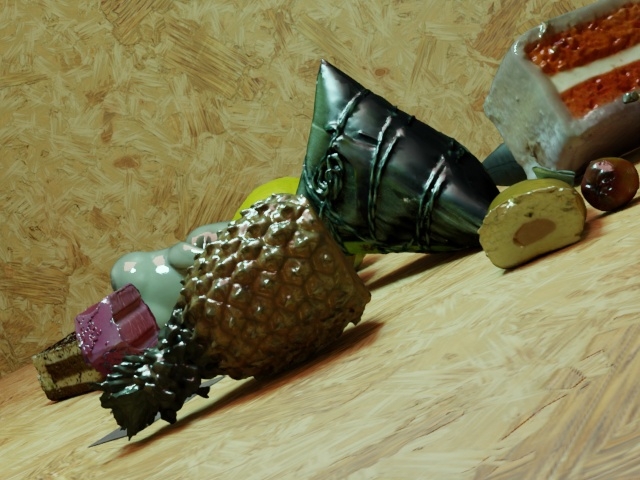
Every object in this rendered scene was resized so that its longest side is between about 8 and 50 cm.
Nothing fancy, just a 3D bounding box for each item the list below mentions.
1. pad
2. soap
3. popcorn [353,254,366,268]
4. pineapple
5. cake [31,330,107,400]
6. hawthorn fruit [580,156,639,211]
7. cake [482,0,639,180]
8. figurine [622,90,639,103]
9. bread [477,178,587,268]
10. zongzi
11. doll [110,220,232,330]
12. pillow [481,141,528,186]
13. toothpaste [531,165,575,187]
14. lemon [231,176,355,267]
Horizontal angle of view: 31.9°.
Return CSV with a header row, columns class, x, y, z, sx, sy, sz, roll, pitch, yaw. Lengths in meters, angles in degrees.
class,x,y,z,sx,sy,sz,roll,pitch,yaw
pad,-0.222,0.230,1.533,0.113,0.006,0.188,-21,5,40
soap,-0.388,0.179,2.176,0.099,0.162,0.250,-25,2,6
popcorn,0.000,0.000,2.184,0.185,0.187,0.167,-35,-37,8
pineapple,-0.119,0.101,1.385,0.362,0.202,0.202,-36,5,-8
cake,-0.505,0.261,2.244,0.135,0.112,0.246,-28,7,-11
hawthorn fruit,0.376,-0.073,1.449,0.077,0.077,0.077,-25,3,2
cake,0.468,-0.259,1.953,0.309,0.237,0.230,-24,-17,-19
figurine,0.600,-0.216,1.768,0.229,0.111,0.137,-9,18,26
bread,0.264,-0.030,1.404,0.134,0.085,0.173,-24,4,12
zongzi,0.161,-0.084,1.831,0.384,0.319,0.362,19,8,20
doll,-0.287,0.092,2.427,0.370,0.215,0.226,-26,-13,12
pillow,0.439,-0.171,2.198,0.250,0.106,0.186,-22,2,-36
toothpaste,0.324,-0.072,1.533,0.056,0.036,0.205,9,-7,16
lemon,-0.051,0.004,1.969,0.234,0.233,0.288,-25,15,-2
